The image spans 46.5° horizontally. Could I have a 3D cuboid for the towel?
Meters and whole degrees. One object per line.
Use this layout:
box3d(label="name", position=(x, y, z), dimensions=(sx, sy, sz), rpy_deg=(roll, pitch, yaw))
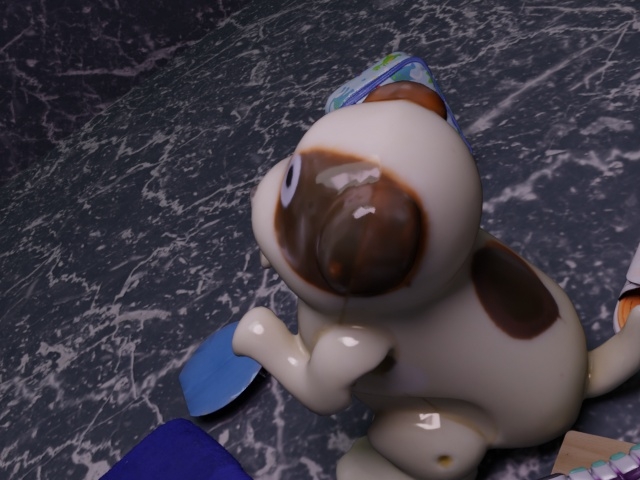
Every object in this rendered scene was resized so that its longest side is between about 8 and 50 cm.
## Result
box3d(label="towel", position=(-0.169, 0.353, 0.878), dimensions=(0.228, 0.076, 0.308), rpy_deg=(-39, 34, -22))

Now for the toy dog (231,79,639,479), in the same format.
box3d(label="toy dog", position=(0.090, 0.056, 0.735), dimensions=(0.395, 0.408, 0.284), rpy_deg=(-3, 45, 36))

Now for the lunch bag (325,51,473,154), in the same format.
box3d(label="lunch bag", position=(0.118, -0.160, 1.146), dimensions=(0.176, 0.219, 0.090), rpy_deg=(-33, 28, -2))

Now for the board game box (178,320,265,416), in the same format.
box3d(label="board game box", position=(-0.136, 0.192, 1.080), dimensions=(0.133, 0.033, 0.168), rpy_deg=(-40, 30, -2))

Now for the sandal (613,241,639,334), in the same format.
box3d(label="sandal", position=(0.406, 0.011, 0.833), dimensions=(0.102, 0.076, 0.265), rpy_deg=(14, 56, 47))

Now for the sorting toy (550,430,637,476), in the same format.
box3d(label="sorting toy", position=(0.278, 0.252, 0.664), dimensions=(0.274, 0.046, 0.132), rpy_deg=(3, 48, 41))

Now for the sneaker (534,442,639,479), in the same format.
box3d(label="sneaker", position=(0.272, 0.224, 0.617), dimensions=(0.224, 0.083, 0.098), rpy_deg=(-26, 58, 14))
